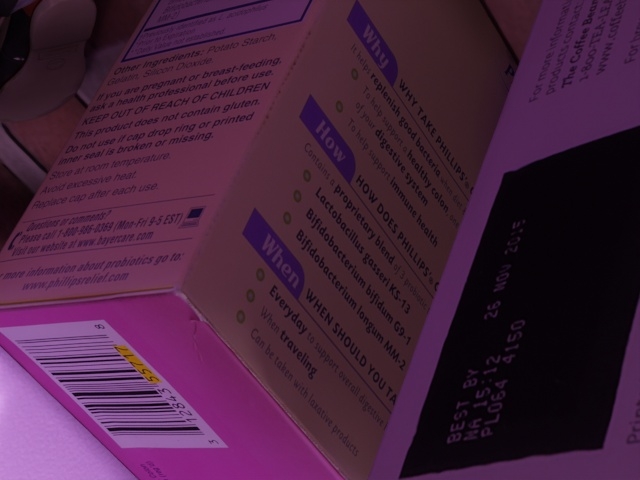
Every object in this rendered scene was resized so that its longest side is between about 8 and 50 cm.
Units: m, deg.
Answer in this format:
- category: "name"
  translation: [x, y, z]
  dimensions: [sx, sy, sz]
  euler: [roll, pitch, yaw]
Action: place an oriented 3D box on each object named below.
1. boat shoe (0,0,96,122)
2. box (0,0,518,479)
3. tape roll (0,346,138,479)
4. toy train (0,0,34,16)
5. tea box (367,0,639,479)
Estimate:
- category: "boat shoe"
  translation: [-0.152, -0.109, 0.763]
  dimensions: [0.043, 0.049, 0.137]
  euler: [65, 151, 16]
- category: "box"
  translation: [0.000, 0.000, 0.635]
  dimensions: [0.117, 0.243, 0.213]
  euler: [-6, 136, 37]
- category: "tape roll"
  translation: [-0.252, 0.039, 0.762]
  dimensions: [0.392, 0.072, 0.392]
  euler: [23, 175, 2]
- category: "toy train"
  translation: [-0.280, -0.178, 0.628]
  dimensions: [0.334, 0.142, 0.190]
  euler: [32, 127, -13]
- category: "tea box"
  translation: [0.229, 0.038, 0.470]
  dimensions: [0.220, 0.329, 0.323]
  euler: [-16, 130, 43]
